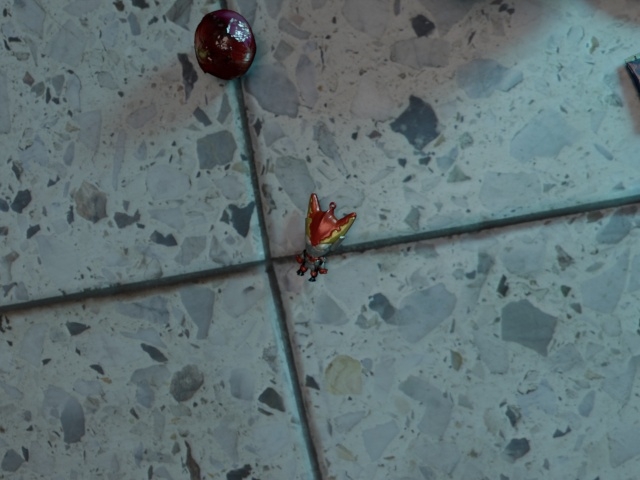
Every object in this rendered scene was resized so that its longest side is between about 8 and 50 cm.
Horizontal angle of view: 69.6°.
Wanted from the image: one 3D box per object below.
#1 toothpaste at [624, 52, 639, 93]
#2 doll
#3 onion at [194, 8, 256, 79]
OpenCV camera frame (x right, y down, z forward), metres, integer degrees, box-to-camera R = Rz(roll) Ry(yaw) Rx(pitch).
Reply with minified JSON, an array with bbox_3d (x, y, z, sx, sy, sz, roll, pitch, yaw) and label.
[{"bbox_3d":[0.594,-0.272,0.834,0.037,0.021,0.140,-20,89,11],"label":"toothpaste"},{"bbox_3d":[0.000,0.000,0.939,0.109,0.057,0.169,27,112,24],"label":"doll"},{"bbox_3d":[-0.188,-0.383,0.910,0.131,0.131,0.131,1,94,9],"label":"onion"}]
